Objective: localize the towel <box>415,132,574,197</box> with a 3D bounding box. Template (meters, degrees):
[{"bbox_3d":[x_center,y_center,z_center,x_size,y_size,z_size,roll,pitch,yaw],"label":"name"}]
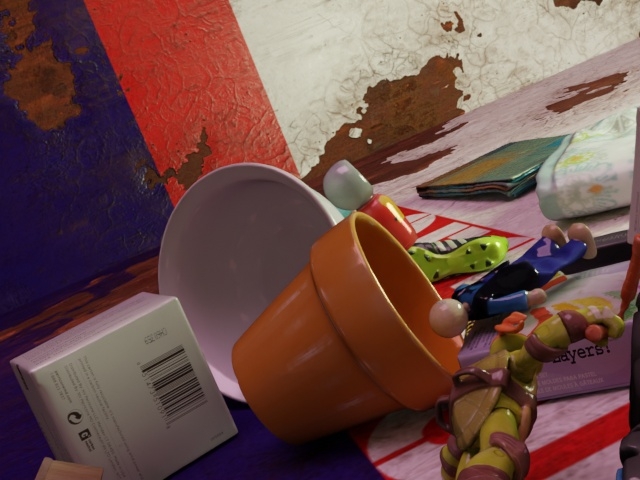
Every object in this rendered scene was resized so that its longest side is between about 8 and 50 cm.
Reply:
[{"bbox_3d":[0.378,-0.146,1.775,0.271,0.040,0.370,-25,9,-18],"label":"towel"}]

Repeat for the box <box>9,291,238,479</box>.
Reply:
[{"bbox_3d":[-0.222,0.177,1.023,0.182,0.181,0.119,-28,12,-26],"label":"box"}]

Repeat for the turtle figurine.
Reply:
[{"bbox_3d":[0.130,0.121,0.628,0.269,0.087,0.217,-56,3,39],"label":"turtle figurine"}]

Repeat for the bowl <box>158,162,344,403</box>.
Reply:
[{"bbox_3d":[-0.053,0.050,1.140,0.298,0.298,0.134,-15,-5,34],"label":"bowl"}]

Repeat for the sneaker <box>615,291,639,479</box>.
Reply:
[{"bbox_3d":[0.269,0.121,0.580,0.139,0.125,0.341,-1,25,21],"label":"sneaker"}]

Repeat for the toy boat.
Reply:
[{"bbox_3d":[0.000,0.000,1.296,0.318,0.148,0.267,-35,13,50],"label":"toy boat"}]

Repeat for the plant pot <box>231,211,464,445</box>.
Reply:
[{"bbox_3d":[0.021,0.107,0.915,0.188,0.205,0.205,-36,7,15],"label":"plant pot"}]

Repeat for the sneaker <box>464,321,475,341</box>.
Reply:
[{"bbox_3d":[0.172,0.099,1.011,0.031,0.035,0.083,-18,12,26],"label":"sneaker"}]

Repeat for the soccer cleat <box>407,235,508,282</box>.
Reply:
[{"bbox_3d":[0.185,0.025,1.302,0.179,0.060,0.072,-8,7,31],"label":"soccer cleat"}]

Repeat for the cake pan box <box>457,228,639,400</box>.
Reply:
[{"bbox_3d":[0.284,0.062,0.895,0.246,0.070,0.267,-14,14,28],"label":"cake pan box"}]

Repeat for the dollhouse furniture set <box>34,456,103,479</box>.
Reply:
[{"bbox_3d":[-0.199,0.295,0.823,0.151,0.123,0.144,12,8,-9],"label":"dollhouse furniture set"}]

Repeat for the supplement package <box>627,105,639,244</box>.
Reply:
[{"bbox_3d":[0.411,-0.050,0.777,0.134,0.139,0.244,-21,28,-39],"label":"supplement package"}]

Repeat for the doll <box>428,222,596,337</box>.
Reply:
[{"bbox_3d":[0.181,0.044,0.888,0.189,0.046,0.129,-30,13,-27],"label":"doll"}]

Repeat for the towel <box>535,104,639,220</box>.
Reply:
[{"bbox_3d":[0.513,-0.146,1.377,0.320,0.090,0.374,-17,12,28],"label":"towel"}]
